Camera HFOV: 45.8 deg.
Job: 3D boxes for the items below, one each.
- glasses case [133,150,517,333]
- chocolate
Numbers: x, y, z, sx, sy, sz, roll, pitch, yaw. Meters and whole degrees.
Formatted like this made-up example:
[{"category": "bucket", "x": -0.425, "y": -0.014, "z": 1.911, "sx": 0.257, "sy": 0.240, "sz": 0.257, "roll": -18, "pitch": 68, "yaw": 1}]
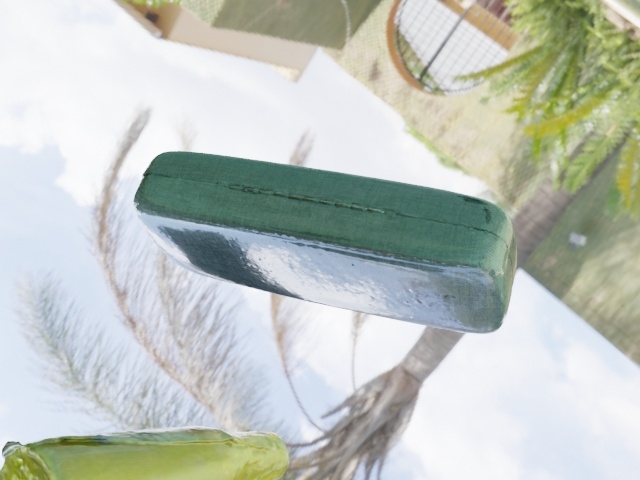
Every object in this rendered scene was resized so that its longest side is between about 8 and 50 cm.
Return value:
[{"category": "glasses case", "x": 0.000, "y": 0.000, "z": 0.639, "sx": 0.323, "sy": 0.074, "sz": 0.131, "roll": 11, "pitch": 154, "yaw": 20}, {"category": "chocolate", "x": -0.226, "y": 0.330, "z": 1.072, "sx": 0.445, "sy": 0.162, "sz": 0.162, "roll": 4, "pitch": -142, "yaw": -50}]
